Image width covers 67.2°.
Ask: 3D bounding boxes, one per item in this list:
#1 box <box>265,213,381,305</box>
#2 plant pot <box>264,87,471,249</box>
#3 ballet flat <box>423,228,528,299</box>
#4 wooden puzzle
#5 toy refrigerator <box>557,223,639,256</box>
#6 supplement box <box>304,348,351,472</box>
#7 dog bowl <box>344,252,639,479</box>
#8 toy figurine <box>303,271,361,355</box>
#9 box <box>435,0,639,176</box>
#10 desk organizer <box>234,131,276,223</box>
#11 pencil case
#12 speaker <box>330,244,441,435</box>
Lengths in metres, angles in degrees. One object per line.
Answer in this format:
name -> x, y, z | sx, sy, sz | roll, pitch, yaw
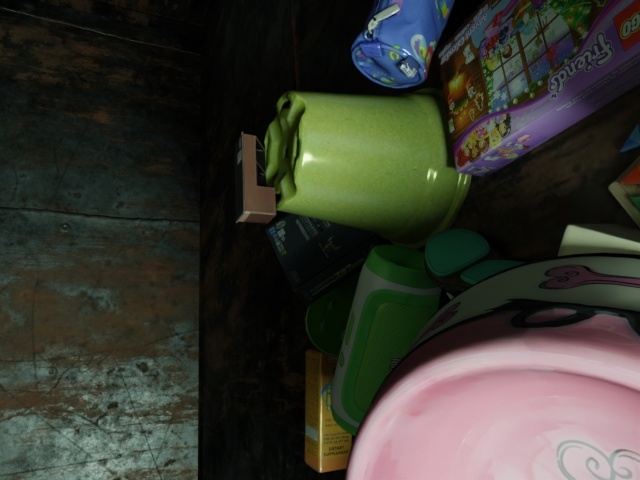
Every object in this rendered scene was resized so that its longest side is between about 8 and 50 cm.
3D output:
box -> 0.000, 0.000, 0.976 | 0.059, 0.183, 0.232 | 56, -179, -38
plant pot -> 0.052, -0.128, 0.772 | 0.276, 0.254, 0.275 | -176, 90, -66
ballet flat -> 0.195, 0.058, 0.592 | 0.280, 0.095, 0.096 | -95, -19, -78
wooden puzzle -> 0.320, -0.053, 0.459 | 0.116, 0.014, 0.078 | -110, 34, -43
toy refrigerator -> 0.258, 0.126, 0.444 | 0.094, 0.102, 0.269 | 27, 111, 50
supplement box -> 0.016, 0.344, 0.996 | 0.080, 0.078, 0.233 | 161, 110, -64
dog bowl -> 0.191, 0.218, 0.338 | 0.408, 0.150, 0.407 | 5, 98, 38
toy figurine -> 0.022, 0.150, 0.996 | 0.159, 0.130, 0.173 | 144, 148, -71
box -> 0.258, -0.228, 0.566 | 0.293, 0.057, 0.200 | 142, 127, -59
desk organizer -> -0.100, -0.093, 0.732 | 0.047, 0.050, 0.130 | 145, 124, -60
pencil case -> 0.139, -0.374, 0.686 | 0.119, 0.133, 0.306 | 21, 91, 33
speaker -> 0.100, 0.162, 0.767 | 0.131, 0.131, 0.296 | -134, 53, -59
